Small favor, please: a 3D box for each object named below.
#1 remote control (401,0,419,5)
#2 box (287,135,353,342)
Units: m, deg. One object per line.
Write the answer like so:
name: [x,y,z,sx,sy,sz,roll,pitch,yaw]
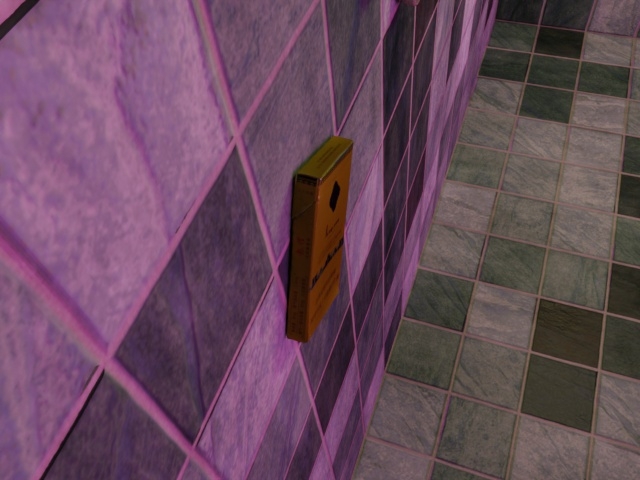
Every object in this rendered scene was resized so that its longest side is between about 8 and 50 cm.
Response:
remote control: [0.171,-0.530,1.052,0.078,0.042,0.221,-48,147,-58]
box: [0.000,0.001,0.898,0.153,0.041,0.279,-52,151,-55]
